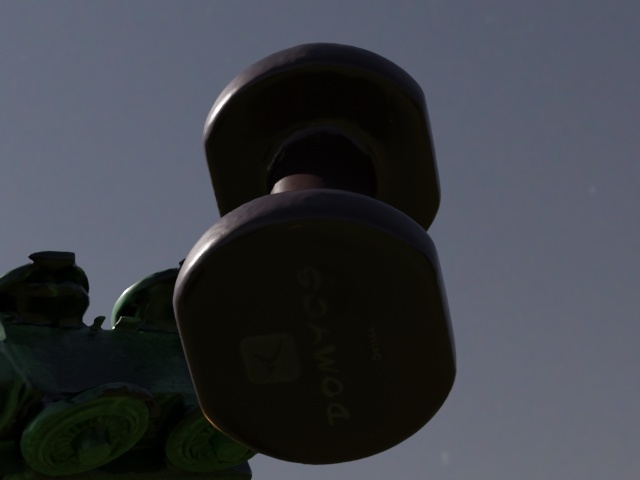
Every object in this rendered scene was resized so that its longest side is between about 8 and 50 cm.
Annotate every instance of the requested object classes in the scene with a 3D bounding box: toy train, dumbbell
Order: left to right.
[{"bbox_3d":[-0.148,0.117,1.257,0.266,0.145,0.202,4,-45,-40],"label":"toy train"},{"bbox_3d":[0.000,0.000,0.944,0.124,0.225,0.140,-10,-64,6],"label":"dumbbell"}]
